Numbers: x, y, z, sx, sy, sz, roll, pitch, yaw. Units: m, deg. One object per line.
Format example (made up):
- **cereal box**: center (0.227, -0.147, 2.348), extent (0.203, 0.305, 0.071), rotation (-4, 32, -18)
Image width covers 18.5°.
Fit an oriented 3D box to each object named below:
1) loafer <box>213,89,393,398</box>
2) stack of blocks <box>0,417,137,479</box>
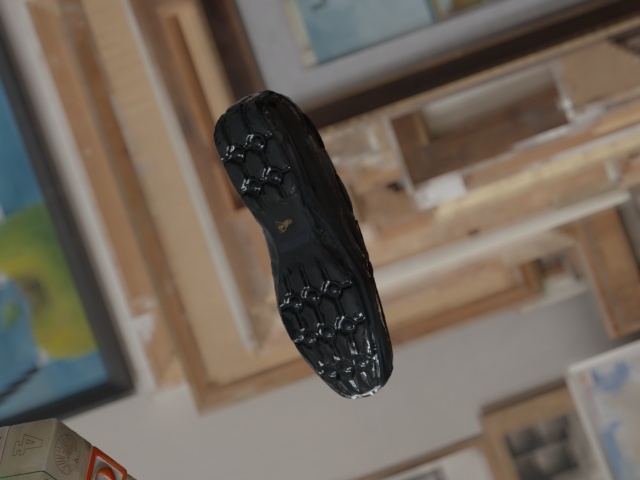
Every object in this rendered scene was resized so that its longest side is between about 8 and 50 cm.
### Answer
- **loafer**: center (0.000, 0.000, 1.363), extent (0.078, 0.076, 0.223), rotation (-28, -84, -58)
- **stack of blocks**: center (-0.268, 0.228, 1.466), extent (0.171, 0.297, 0.087), rotation (44, -136, -43)
